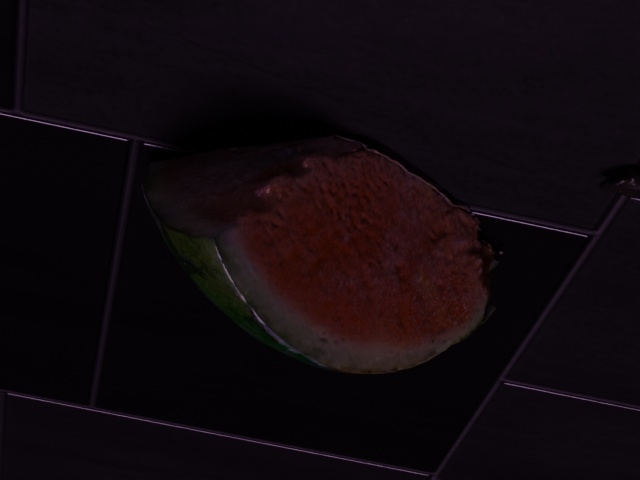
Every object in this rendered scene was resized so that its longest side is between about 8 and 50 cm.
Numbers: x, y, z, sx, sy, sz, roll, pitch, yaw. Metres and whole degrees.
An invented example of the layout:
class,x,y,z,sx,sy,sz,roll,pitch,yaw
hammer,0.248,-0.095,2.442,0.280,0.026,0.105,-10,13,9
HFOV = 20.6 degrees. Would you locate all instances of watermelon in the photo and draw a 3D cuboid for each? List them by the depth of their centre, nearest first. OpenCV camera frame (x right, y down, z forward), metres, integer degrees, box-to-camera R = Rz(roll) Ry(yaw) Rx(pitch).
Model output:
class,x,y,z,sx,sy,sz,roll,pitch,yaw
watermelon,-0.016,0.015,1.061,0.146,0.128,0.231,4,158,48

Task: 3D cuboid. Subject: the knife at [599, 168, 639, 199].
class,x,y,z,sx,sy,sz,roll,pitch,yaw
knife,0.269,-0.018,0.992,0.222,0.021,0.045,9,154,-2
